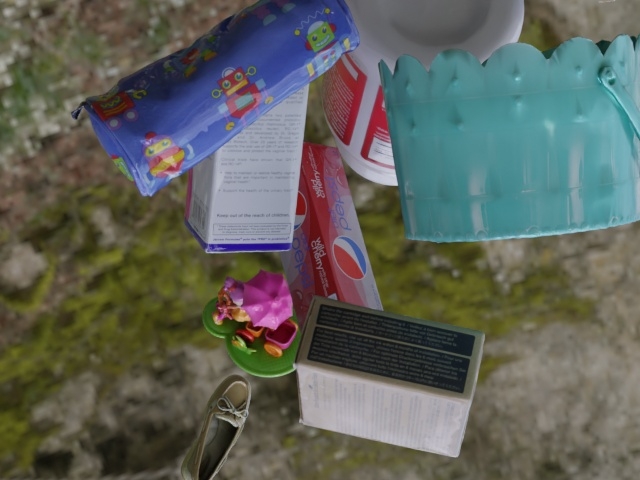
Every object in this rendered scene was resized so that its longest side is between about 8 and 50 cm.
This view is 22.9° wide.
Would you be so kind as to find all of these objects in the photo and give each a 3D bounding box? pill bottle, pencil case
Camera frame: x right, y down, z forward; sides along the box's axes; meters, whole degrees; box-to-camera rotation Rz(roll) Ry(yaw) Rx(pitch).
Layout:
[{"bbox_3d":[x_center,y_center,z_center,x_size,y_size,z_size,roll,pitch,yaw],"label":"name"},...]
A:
[{"bbox_3d":[0.120,-0.225,2.082,0.229,0.229,0.407,-24,164,-13],"label":"pill bottle"},{"bbox_3d":[-0.108,-0.173,1.683,0.306,0.119,0.133,-36,-146,-9],"label":"pencil case"}]

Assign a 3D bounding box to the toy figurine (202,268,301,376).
[{"bbox_3d":[-0.094,0.093,2.247,0.173,0.159,0.130,26,-117,15],"label":"toy figurine"}]

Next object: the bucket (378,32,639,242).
[{"bbox_3d":[0.195,-0.102,1.572,0.281,0.183,0.281,-5,-175,0],"label":"bucket"}]

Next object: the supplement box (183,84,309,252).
[{"bbox_3d":[-0.091,-0.107,1.893,0.114,0.220,0.111,-2,-159,-20],"label":"supplement box"}]

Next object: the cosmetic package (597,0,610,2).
[{"bbox_3d":[0.409,-0.407,2.278,0.060,0.115,0.041,-36,-162,-19],"label":"cosmetic package"}]

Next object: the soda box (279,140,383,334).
[{"bbox_3d":[0.000,0.000,2.139,0.083,0.263,0.092,-30,155,36],"label":"soda box"}]

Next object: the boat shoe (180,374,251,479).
[{"bbox_3d":[-0.128,0.245,2.031,0.153,0.056,0.048,-61,-161,-12],"label":"boat shoe"}]

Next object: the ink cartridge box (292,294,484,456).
[{"bbox_3d":[0.075,0.155,1.762,0.193,0.234,0.088,13,-111,6],"label":"ink cartridge box"}]
